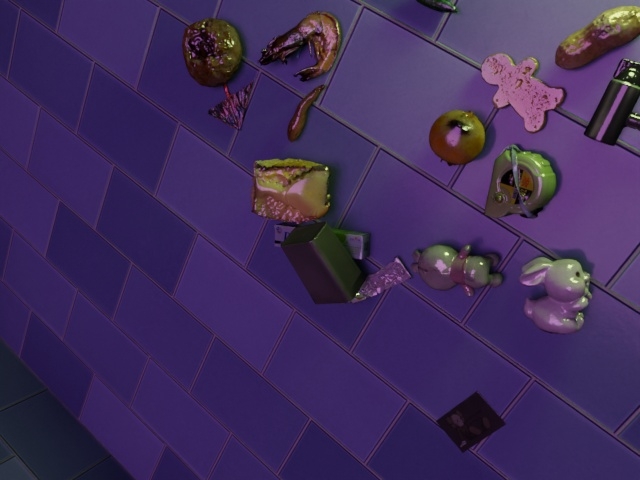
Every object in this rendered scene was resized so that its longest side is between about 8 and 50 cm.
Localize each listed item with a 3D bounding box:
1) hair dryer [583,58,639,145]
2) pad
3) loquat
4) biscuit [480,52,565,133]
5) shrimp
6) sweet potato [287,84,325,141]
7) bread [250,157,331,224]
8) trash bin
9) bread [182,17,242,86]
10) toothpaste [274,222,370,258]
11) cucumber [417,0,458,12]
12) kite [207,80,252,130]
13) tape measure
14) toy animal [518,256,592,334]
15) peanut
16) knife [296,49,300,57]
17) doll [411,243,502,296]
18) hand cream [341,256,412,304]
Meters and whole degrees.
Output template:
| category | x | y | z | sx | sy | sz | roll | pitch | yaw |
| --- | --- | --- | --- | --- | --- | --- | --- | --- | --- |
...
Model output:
| category | x | y | z | sx | sy | sz | roll | pitch | yaw |
| --- | --- | --- | --- | --- | --- | --- | --- | --- | --- |
| hair dryer | 0.792 | -0.297 | 1.361 | 0.248 | 0.078 | 0.195 | 25 | 113 | 13 |
| pad | 0.466 | 0.567 | 1.786 | 0.127 | 0.004 | 0.190 | 49 | 120 | 12 |
| loquat | 0.372 | -0.279 | 1.566 | 0.163 | 0.137 | 0.163 | 5 | 112 | 12 |
| biscuit | 0.522 | -0.404 | 1.508 | 0.234 | 0.030 | 0.153 | 44 | 118 | 15 |
| shrimp | -0.056 | -0.582 | 1.790 | 0.289 | 0.075 | 0.178 | -28 | 91 | 17 |
| sweet potato | -0.053 | -0.415 | 1.841 | 0.050 | 0.050 | 0.214 | 39 | 115 | 17 |
| bread | -0.092 | -0.161 | 1.860 | 0.262 | 0.162 | 0.204 | 7 | 105 | 6 |
| trash bin | 0.004 | 0.072 | 1.798 | 0.164 | 0.122 | 0.240 | -11 | 121 | 44 |
| bread | -0.376 | -0.637 | 1.933 | 0.230 | 0.123 | 0.230 | 7 | 104 | 32 |
| toothpaste | 0.000 | 0.000 | 1.894 | 0.337 | 0.067 | 0.081 | 8 | 103 | 29 |
| cucumber | 0.314 | -0.652 | 1.571 | 0.155 | 0.037 | 0.037 | 34 | 116 | 22 |
| kite | -0.306 | -0.474 | 1.997 | 0.232 | 0.009 | 0.189 | -19 | 90 | 32 |
| tape measure | 0.532 | -0.149 | 1.521 | 0.175 | 0.106 | 0.200 | 19 | 109 | 41 |
| toy animal | 0.621 | 0.144 | 1.523 | 0.178 | 0.127 | 0.193 | -1 | 103 | 33 |
| peanut | 0.666 | -0.487 | 1.375 | 0.214 | 0.099 | 0.099 | -27 | 87 | 38 |
| knife | -0.063 | -0.626 | 1.819 | 0.014 | 0.005 | 0.091 | 21 | 111 | 27 |
| doll | 0.381 | 0.079 | 1.656 | 0.275 | 0.113 | 0.155 | 6 | 107 | 29 |
| hand cream | 0.168 | 0.143 | 1.838 | 0.257 | 0.050 | 0.084 | -33 | 85 | 25 |
